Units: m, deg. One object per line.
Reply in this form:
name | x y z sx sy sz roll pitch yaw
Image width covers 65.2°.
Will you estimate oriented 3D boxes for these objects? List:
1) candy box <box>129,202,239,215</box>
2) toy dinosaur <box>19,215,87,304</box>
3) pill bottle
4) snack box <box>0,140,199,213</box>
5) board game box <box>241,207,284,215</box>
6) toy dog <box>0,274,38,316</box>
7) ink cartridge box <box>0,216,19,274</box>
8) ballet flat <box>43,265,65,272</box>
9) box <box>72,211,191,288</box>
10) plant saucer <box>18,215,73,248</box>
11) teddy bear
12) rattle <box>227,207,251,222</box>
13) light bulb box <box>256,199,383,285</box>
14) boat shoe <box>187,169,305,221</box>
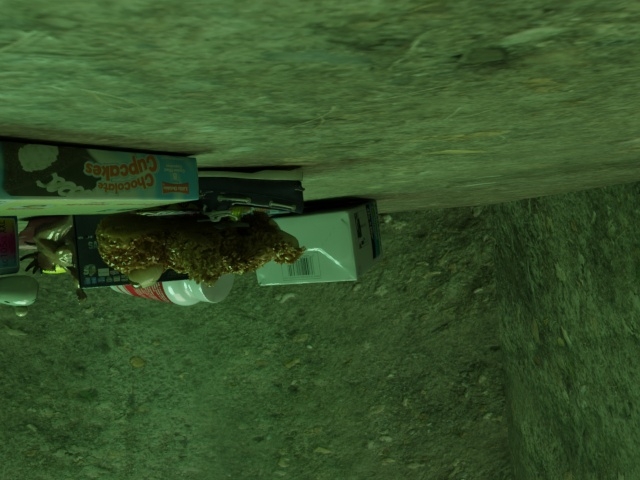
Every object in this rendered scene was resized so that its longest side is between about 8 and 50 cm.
candy box | -0.246 -0.077 0.914 0.187 0.053 0.109 -7 -179 -30
toy dinosaur | -0.612 0.016 1.168 0.200 0.127 0.295 28 142 6
pill bottle | -0.495 0.089 1.645 0.408 0.229 0.229 6 -174 27
snack box | -0.322 -0.062 0.558 0.187 0.060 0.322 -4 -179 37
board game box | -0.192 -0.095 1.591 0.201 0.035 0.136 -5 -179 3
toy dog | -0.816 0.172 1.095 0.334 0.160 0.220 -5 -179 1
ink cartridge box | -0.867 0.021 1.000 0.270 0.151 0.395 -5 179 9
ballet flat | -0.723 0.044 1.513 0.231 0.077 0.077 -9 161 -33
box | -0.385 0.000 1.045 0.233 0.183 0.059 -4 180 -3
plant saucer | -0.698 -0.028 1.454 0.332 0.084 0.332 -4 -179 0
teddy bear | -0.194 0.018 0.851 0.338 0.113 0.245 -11 -153 -41
rattle | -0.289 -0.039 1.426 0.200 0.142 0.130 -11 -163 20
light bulb box | 0.000 0.000 1.746 0.358 0.225 0.361 -5 -172 22
boat shoe | -0.150 -0.070 0.795 0.255 0.079 0.095 -4 -176 -20
